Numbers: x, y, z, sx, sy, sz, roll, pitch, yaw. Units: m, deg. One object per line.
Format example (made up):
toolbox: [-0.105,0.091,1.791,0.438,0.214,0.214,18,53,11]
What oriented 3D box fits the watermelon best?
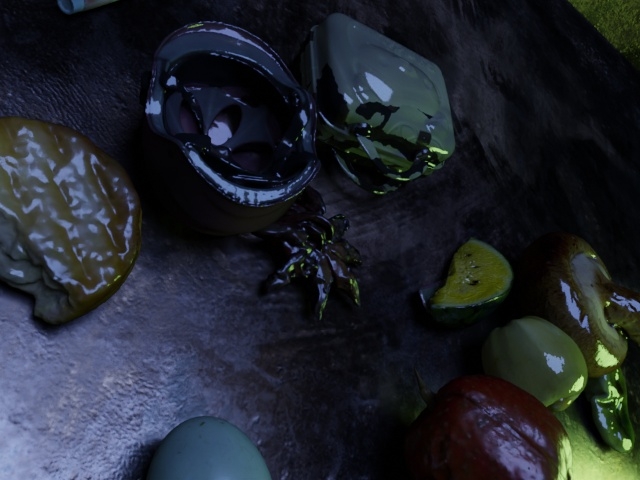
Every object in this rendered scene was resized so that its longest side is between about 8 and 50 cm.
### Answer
watermelon: [0.312,0.090,1.212,0.129,0.123,0.301,39,37,3]

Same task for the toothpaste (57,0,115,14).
toothpaste: [-0.368,-0.433,1.029,0.056,0.036,0.205,44,41,-7]

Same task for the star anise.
star anise: [0.000,0.000,1.018,0.272,0.103,0.271,22,53,-32]

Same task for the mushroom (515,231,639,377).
mushroom: [0.560,0.138,1.318,0.345,0.239,0.345,43,13,-13]

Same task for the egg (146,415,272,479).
egg: [-0.129,0.303,0.694,0.149,0.149,0.192,5,57,-37]

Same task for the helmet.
helmet: [-0.150,-0.151,0.920,0.271,0.197,0.338,1,56,-30]

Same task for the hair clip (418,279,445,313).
hair clip: [0.231,0.112,1.192,0.137,0.022,0.054,-12,74,-52]

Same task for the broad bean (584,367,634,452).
broad bean: [0.667,0.376,1.369,0.153,0.072,0.206,-4,79,-38]

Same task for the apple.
apple: [0.407,0.243,1.144,0.200,0.200,0.200,20,54,-29]

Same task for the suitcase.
suitcase: [0.121,-0.261,1.210,0.352,0.194,0.339,15,58,-32]

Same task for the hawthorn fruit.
hawthorn fruit: [0.257,0.343,0.923,0.262,0.258,0.258,34,48,-17]

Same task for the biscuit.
biscuit: [-0.346,-0.038,0.766,0.274,0.091,0.213,51,47,0]
